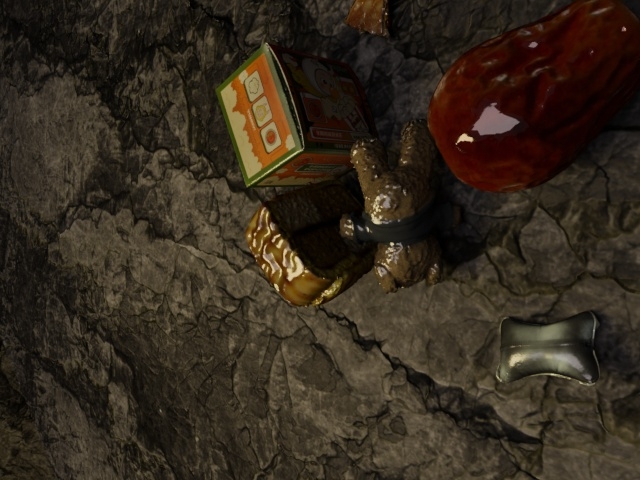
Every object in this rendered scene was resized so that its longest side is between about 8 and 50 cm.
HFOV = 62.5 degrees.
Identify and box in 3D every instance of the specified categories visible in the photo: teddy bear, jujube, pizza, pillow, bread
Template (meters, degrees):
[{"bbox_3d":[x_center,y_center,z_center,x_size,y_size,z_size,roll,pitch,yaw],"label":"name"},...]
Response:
[{"bbox_3d":[0.112,-0.051,0.766,0.182,0.129,0.251,-10,89,12],"label":"teddy bear"},{"bbox_3d":[0.256,-0.173,0.632,0.255,0.190,0.190,-41,69,29],"label":"jujube"},{"bbox_3d":[0.078,-0.370,0.856,0.099,0.029,0.100,4,96,48],"label":"pizza"},{"bbox_3d":[0.301,0.144,0.706,0.136,0.055,0.091,-9,87,39],"label":"pillow"},{"bbox_3d":[0.000,0.000,0.841,0.181,0.222,0.096,51,130,12],"label":"bread"}]

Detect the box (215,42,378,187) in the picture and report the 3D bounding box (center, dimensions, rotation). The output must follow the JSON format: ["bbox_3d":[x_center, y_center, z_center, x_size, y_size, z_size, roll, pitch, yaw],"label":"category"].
[{"bbox_3d":[-0.032,-0.194,0.857,0.148,0.195,0.177,-27,77,39],"label":"box"}]
